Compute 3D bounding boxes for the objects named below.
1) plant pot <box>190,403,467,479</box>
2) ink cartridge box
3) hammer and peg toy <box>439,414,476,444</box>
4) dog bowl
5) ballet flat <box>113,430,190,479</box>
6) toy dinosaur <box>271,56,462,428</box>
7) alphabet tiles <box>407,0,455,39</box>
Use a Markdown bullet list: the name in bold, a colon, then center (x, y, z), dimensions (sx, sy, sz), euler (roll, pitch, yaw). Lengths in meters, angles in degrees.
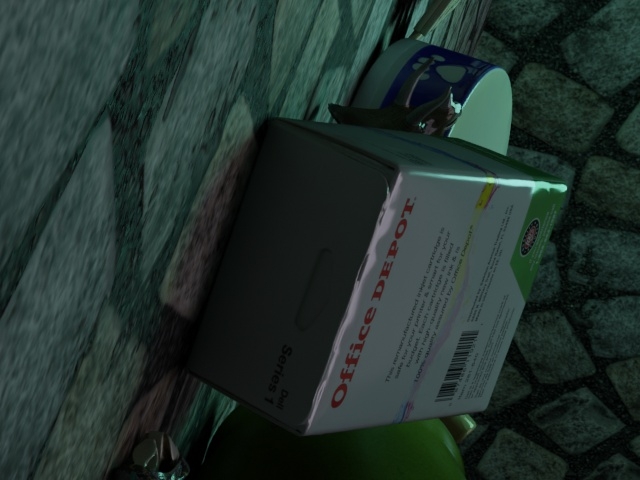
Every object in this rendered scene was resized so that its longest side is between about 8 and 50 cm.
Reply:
- **plant pot**: center (0.007, 0.298, 1.564), dimensions (0.353, 0.366, 0.366), euler (-84, -170, -61)
- **ink cartridge box**: center (0.048, 0.025, 1.418), dimensions (0.278, 0.117, 0.201), euler (2, 110, -58)
- **hammer and peg toy**: center (0.000, 0.282, 2.131), dimensions (0.361, 0.127, 0.266), euler (-45, 173, 21)
- **dog bowl**: center (0.099, -0.063, 1.921), dimensions (0.265, 0.104, 0.265), euler (-54, 154, -42)
- **ballet flat**: center (-0.108, 0.145, 1.242), dimensions (0.114, 0.041, 0.041), euler (-46, 156, -80)
- **toy dinosaur**: center (0.000, 0.000, 1.572), dimensions (0.313, 0.121, 0.160), euler (-56, 154, -24)
- **alphabet tiles**: center (0.163, -0.291, 2.050), dimensions (0.278, 0.021, 0.284), euler (-53, 180, 16)
